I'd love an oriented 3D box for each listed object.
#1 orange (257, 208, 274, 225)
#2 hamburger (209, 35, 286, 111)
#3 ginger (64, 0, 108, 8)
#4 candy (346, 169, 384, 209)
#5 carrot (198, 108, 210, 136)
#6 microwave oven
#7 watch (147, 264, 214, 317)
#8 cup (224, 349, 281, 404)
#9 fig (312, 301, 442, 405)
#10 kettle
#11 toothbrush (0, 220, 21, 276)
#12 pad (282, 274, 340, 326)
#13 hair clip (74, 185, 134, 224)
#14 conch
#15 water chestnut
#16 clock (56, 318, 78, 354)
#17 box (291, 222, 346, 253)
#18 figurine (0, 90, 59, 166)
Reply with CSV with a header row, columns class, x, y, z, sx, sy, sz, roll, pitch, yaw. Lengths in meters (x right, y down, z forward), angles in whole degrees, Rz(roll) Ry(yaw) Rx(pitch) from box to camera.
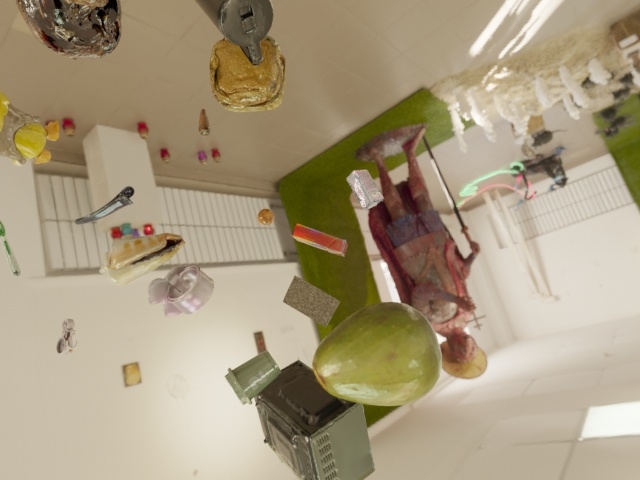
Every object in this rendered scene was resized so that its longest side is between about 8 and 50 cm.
class,x,y,z,sx,sy,sz,roll,pitch,yaw
orange,-0.262,-0.112,2.033,0.083,0.084,0.083,-16,167,-4
hamburger,-0.275,-0.640,1.613,0.318,0.319,0.158,-16,173,-2
ginger,-0.555,-0.599,0.991,0.073,0.103,0.162,13,-169,21
candy,0.186,-0.215,1.765,0.092,0.160,0.073,-16,163,-44
carrot,-0.470,-0.479,1.713,0.047,0.191,0.047,-8,133,-8
microwave oven,-0.040,0.585,1.324,0.218,0.287,0.355,-22,-160,-30
watch,-0.599,0.222,1.844,0.217,0.248,0.211,15,151,47
cup,-0.188,0.387,1.208,0.141,0.120,0.120,-31,173,-20
fig,0.139,0.292,1.078,0.326,0.258,0.258,-8,166,-16
kettle,-0.295,-0.748,1.356,0.203,0.308,0.262,-10,144,-34
toothbrush,-0.962,-0.033,1.266,0.030,0.304,0.030,-10,-164,3
pad,-0.044,0.273,1.899,0.158,0.234,0.003,-64,173,24
hair clip,-0.825,-0.116,1.601,0.275,0.083,0.048,-24,142,10
conch,-0.536,0.031,1.253,0.255,0.127,0.158,-29,154,-13
water chestnut,-0.695,-0.667,1.199,0.299,0.300,0.300,-16,167,-4
clock,-0.913,0.349,1.530,0.087,0.129,0.041,-3,166,34
box,0.000,0.001,1.395,0.175,0.048,0.112,19,174,10
figurine,-0.964,-0.342,1.291,0.187,0.215,0.343,8,-179,11
